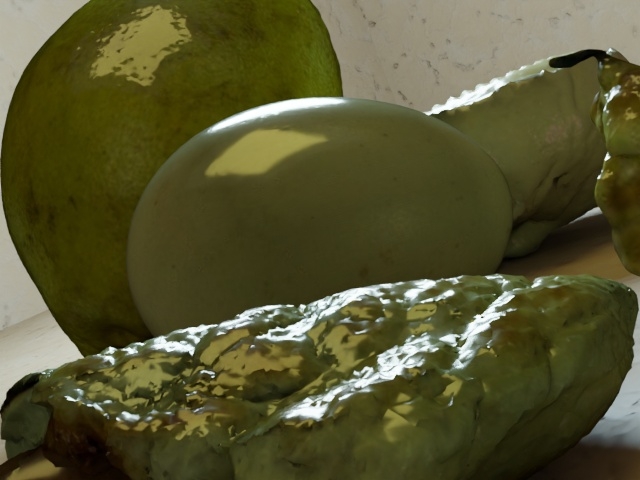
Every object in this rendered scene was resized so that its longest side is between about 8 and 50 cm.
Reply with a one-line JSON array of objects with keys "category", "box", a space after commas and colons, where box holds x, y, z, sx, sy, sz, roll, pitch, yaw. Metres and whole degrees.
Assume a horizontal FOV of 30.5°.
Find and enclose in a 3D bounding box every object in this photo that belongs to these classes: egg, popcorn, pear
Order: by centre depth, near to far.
[{"category": "popcorn", "box": [0.225, -0.058, 0.637, 0.195, 0.174, 0.168, -28, 20, -16]}, {"category": "egg", "box": [0.000, 0.000, 0.761, 0.253, 0.189, 0.188, -17, 5, -2]}, {"category": "pear", "box": [-0.136, -0.076, 1.115, 0.352, 0.352, 0.413, -17, 46, 41]}]

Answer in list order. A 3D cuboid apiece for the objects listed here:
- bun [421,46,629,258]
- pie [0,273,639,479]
[{"category": "bun", "box": [0.152, -0.060, 1.010, 0.287, 0.146, 0.287, -22, 2, 1]}, {"category": "pie", "box": [-0.004, 0.074, 0.500, 0.274, 0.106, 0.257, -19, -3, 25]}]
